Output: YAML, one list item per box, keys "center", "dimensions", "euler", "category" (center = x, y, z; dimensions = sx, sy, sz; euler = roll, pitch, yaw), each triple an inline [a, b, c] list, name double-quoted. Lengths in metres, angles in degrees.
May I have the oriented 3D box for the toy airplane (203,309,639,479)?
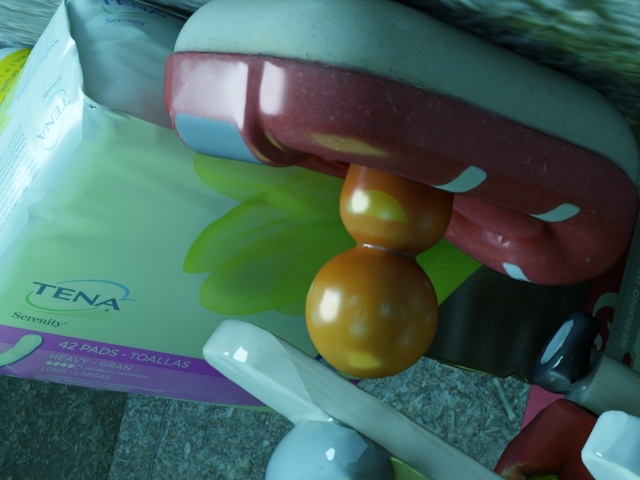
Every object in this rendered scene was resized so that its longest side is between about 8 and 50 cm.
- center: [0.149, 0.198, 0.607]
  dimensions: [0.384, 0.272, 0.386]
  euler: [32, -177, -46]
  category: "toy airplane"

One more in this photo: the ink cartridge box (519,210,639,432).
- center: [0.275, 0.125, 0.984]
  dimensions: [0.272, 0.309, 0.130]
  euler: [14, 179, -39]
  category: "ink cartridge box"

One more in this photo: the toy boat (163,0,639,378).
- center: [0.035, -0.012, 0.506]
  dimensions: [0.231, 0.151, 0.151]
  euler: [14, 180, -38]
  category: "toy boat"

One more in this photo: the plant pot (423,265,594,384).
- center: [0.140, 0.019, 0.873]
  dimensions: [0.167, 0.165, 0.167]
  euler: [14, 180, 0]
  category: "plant pot"

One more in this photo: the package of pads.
- center: [-0.056, -0.004, 0.660]
  dimensions: [0.296, 0.229, 0.101]
  euler: [13, -136, -35]
  category: "package of pads"

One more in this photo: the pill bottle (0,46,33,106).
- center: [-0.185, -0.048, 0.895]
  dimensions: [0.334, 0.188, 0.188]
  euler: [14, 180, 13]
  category: "pill bottle"
